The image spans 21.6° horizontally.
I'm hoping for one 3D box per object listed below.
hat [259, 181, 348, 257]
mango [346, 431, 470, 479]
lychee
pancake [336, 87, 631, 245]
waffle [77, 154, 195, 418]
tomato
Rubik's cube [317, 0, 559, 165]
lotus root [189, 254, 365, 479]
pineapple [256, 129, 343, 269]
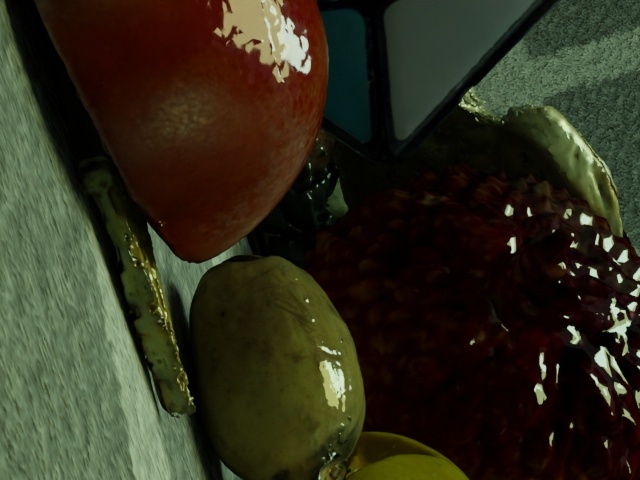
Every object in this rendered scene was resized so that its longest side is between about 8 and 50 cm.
[{"bbox_3d":[0.000,0.000,2.090,0.257,0.130,0.257,-14,90,-87],"label":"hat"},{"bbox_3d":[0.049,0.290,1.328,0.365,0.182,0.253,97,-22,-69],"label":"mango"},{"bbox_3d":[0.159,0.122,1.679,0.500,0.425,0.424,100,-20,-57],"label":"lychee"},{"bbox_3d":[0.175,-0.034,1.907,0.071,0.382,0.382,-49,135,-39],"label":"pancake"},{"bbox_3d":[-0.109,0.030,0.997,0.097,0.023,0.152,47,29,-80],"label":"waffle"},{"bbox_3d":[-0.083,-0.163,1.049,0.338,0.144,0.338,-23,90,-85],"label":"tomato"},{"bbox_3d":[0.035,-0.306,1.686,0.305,0.310,0.307,33,24,-30],"label":"Rubik's cube"},{"bbox_3d":[-0.027,0.107,1.186,0.118,0.125,0.221,115,-38,-53],"label":"lotus root"},{"bbox_3d":[-0.029,-0.063,1.896,0.170,0.141,0.310,-177,-104,-75],"label":"pineapple"}]
